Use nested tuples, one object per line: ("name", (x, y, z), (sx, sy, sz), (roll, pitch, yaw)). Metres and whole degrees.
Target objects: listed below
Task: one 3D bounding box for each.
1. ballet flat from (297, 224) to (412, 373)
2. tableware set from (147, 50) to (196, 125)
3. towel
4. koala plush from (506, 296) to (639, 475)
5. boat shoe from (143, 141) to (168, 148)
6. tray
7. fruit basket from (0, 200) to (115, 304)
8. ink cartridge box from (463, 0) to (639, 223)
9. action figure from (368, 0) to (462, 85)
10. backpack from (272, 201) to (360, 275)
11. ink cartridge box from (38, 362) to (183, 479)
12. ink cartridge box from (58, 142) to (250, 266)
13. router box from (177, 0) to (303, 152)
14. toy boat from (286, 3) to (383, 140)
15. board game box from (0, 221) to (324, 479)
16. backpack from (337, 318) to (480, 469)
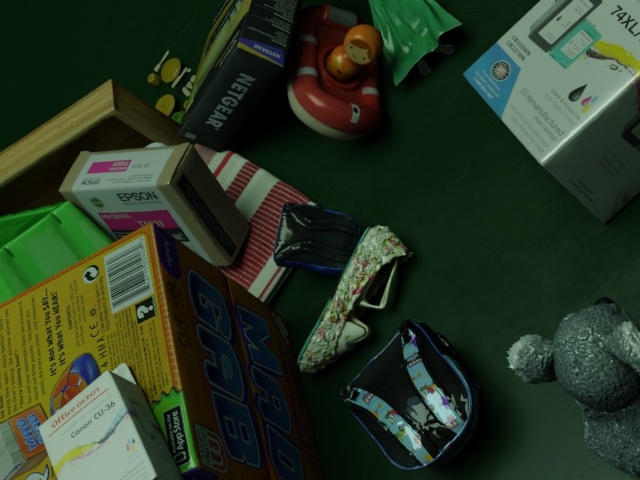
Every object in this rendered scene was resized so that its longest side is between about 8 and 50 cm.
("ballet flat", (0.051, 0.092, 1.723), (0.077, 0.091, 0.241), (28, 91, 19))
("tableware set", (-0.262, -0.264, 2.178), (0.104, 0.024, 0.154), (-52, 49, 10))
("towel", (-0.153, -0.014, 1.963), (0.329, 0.037, 0.237), (32, 88, 41))
("koala plush", (0.334, 0.147, 1.376), (0.196, 0.221, 0.203), (-5, 66, 36))
("boat shoe", (-0.301, -0.080, 2.049), (0.183, 0.065, 0.083), (-52, 18, 40))
("tray", (-0.441, -0.113, 2.120), (0.411, 0.203, 0.076), (-29, 53, 24))
("fruit basket", (-0.445, 0.150, 1.987), (0.392, 0.392, 0.283), (17, 46, 42))
("ink cartridge box", (0.368, -0.206, 1.536), (0.270, 0.197, 0.198), (-44, 49, 12))
("action figure", (0.127, -0.358, 1.890), (0.137, 0.063, 0.232), (-39, 54, 19))
("backpack", (0.000, 0.000, 1.792), (0.120, 0.101, 0.098), (8, 81, 6))
("ink cartridge box", (-0.247, 0.234, 1.398), (0.115, 0.067, 0.198), (-39, 52, 8))
("ink cartridge box", (-0.257, -0.050, 1.895), (0.234, 0.193, 0.088), (-1, 50, 35))
("router box", (-0.119, -0.314, 1.931), (0.309, 0.081, 0.243), (-42, 30, 58))
("toy boat", (0.040, -0.269, 1.839), (0.151, 0.151, 0.231), (-39, 46, 49))
("board game box", (-0.245, 0.263, 1.652), (0.356, 0.356, 0.356), (-27, 55, 16))
("backpack", (0.134, 0.213, 1.570), (0.158, 0.117, 0.173), (-48, 48, 9))
